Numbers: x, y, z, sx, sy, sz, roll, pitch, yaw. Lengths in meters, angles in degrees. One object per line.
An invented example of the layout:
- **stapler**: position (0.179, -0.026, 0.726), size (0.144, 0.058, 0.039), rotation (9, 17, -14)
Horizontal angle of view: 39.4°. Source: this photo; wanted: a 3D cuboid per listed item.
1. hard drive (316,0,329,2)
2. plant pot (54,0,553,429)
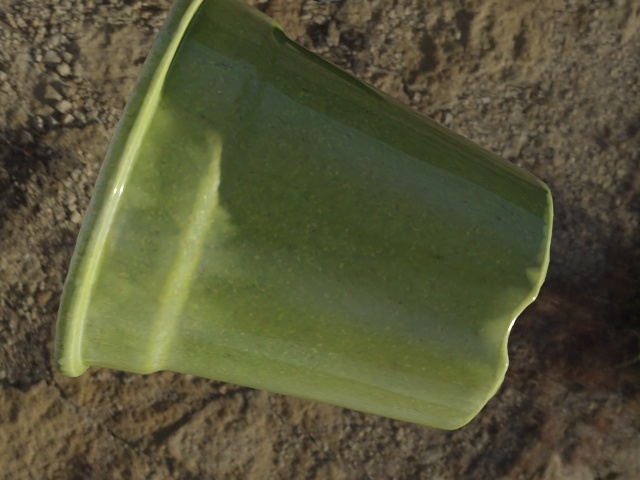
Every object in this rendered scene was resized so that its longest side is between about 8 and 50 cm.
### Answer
- **hard drive**: position (0.059, -0.230, 0.753), size (0.094, 0.135, 0.022), rotation (-13, 95, -23)
- **plant pot**: position (0.000, 0.000, 0.590), size (0.254, 0.276, 0.276), rotation (21, 96, -4)
